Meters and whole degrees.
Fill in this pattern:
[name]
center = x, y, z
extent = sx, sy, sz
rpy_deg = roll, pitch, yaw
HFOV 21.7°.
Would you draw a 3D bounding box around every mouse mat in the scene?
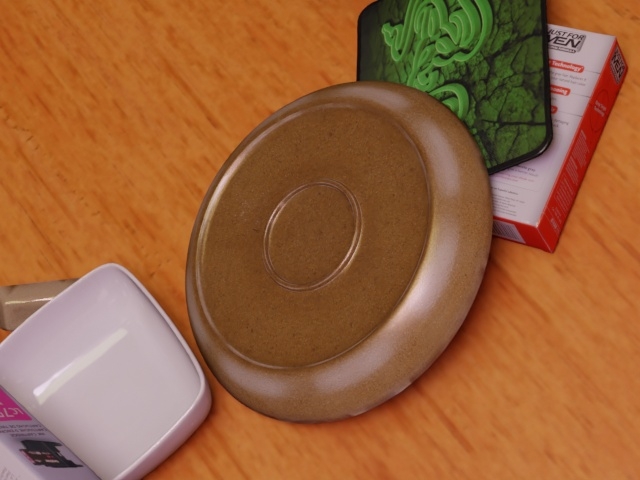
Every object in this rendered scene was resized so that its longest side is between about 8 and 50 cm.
[mouse mat]
center = 0.085, -0.111, 1.112
extent = 0.152, 0.007, 0.190
rpy_deg = -21, 49, 30

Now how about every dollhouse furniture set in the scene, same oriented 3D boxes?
[dollhouse furniture set]
center = -0.217, 0.060, 1.186
extent = 0.114, 0.091, 0.081
rpy_deg = -6, 19, -5

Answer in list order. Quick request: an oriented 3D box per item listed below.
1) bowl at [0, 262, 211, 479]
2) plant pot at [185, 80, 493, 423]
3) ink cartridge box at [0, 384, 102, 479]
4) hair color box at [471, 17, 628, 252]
[bowl]
center = -0.146, 0.105, 1.108
extent = 0.142, 0.053, 0.142
rpy_deg = -39, 58, -1
[plant pot]
center = 0.000, 0.000, 1.081
extent = 0.236, 0.032, 0.236
rpy_deg = -15, 63, 31
[ink cartridge box]
center = -0.172, 0.234, 1.016
extent = 0.311, 0.065, 0.186
rpy_deg = 37, 107, 34
[hair color box]
center = 0.140, -0.069, 1.083
extent = 0.072, 0.043, 0.141
rpy_deg = 16, 73, 29
